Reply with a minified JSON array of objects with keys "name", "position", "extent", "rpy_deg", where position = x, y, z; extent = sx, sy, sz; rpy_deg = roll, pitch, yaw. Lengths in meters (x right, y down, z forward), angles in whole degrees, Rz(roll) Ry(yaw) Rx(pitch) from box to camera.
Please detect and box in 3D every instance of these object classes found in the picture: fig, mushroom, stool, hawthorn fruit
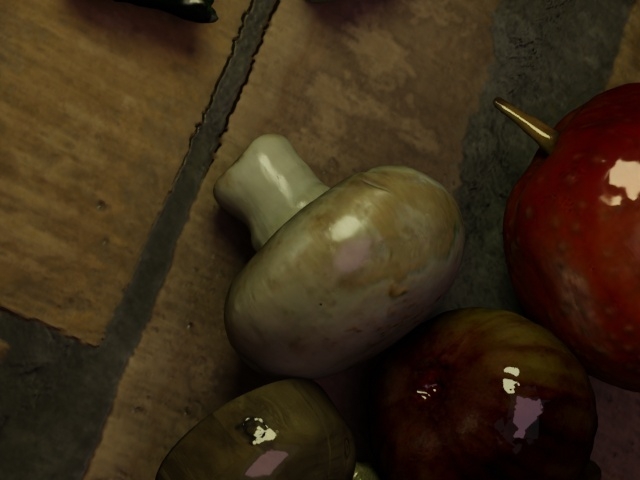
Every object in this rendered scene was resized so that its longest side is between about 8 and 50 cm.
[{"name":"fig","position":[0.196,0.183,1.512],"extent":[0.321,0.217,0.217],"rpy_deg":[23,82,-47]},{"name":"mushroom","position":[0.000,0.000,1.431],"extent":[0.243,0.243,0.243],"rpy_deg":[0,91,-21]},{"name":"stool","position":[-0.003,0.274,1.357],"extent":[0.179,0.179,0.264],"rpy_deg":[-26,61,-19]},{"name":"hawthorn fruit","position":[0.290,-0.026,1.520],"extent":[0.330,0.287,0.287],"rpy_deg":[43,76,0]}]

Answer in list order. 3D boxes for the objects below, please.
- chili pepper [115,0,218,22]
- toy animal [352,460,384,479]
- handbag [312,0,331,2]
[{"name":"chili pepper","position":[-0.144,-0.339,1.405],"extent":[0.148,0.116,0.264],"rpy_deg":[6,113,-13]},{"name":"toy animal","position":[0.026,0.252,1.496],"extent":[0.098,0.098,0.137],"rpy_deg":[-43,109,-15]},{"name":"handbag","position":[0.043,-0.368,1.508],"extent":[0.219,0.079,0.256],"rpy_deg":[-28,102,-22]}]
